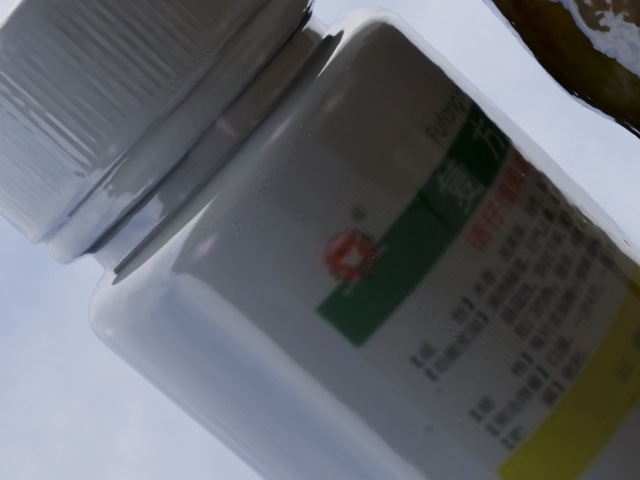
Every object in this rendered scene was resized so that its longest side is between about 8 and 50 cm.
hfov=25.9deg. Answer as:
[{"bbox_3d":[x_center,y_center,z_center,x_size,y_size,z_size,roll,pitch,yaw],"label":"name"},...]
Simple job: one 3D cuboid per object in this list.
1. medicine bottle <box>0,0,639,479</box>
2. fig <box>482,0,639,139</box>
[{"bbox_3d":[0.000,0.000,0.657,0.340,0.208,0.208,43,-126,-10],"label":"medicine bottle"},{"bbox_3d":[0.149,-0.116,0.621,0.170,0.145,0.274,-21,-84,1],"label":"fig"}]
